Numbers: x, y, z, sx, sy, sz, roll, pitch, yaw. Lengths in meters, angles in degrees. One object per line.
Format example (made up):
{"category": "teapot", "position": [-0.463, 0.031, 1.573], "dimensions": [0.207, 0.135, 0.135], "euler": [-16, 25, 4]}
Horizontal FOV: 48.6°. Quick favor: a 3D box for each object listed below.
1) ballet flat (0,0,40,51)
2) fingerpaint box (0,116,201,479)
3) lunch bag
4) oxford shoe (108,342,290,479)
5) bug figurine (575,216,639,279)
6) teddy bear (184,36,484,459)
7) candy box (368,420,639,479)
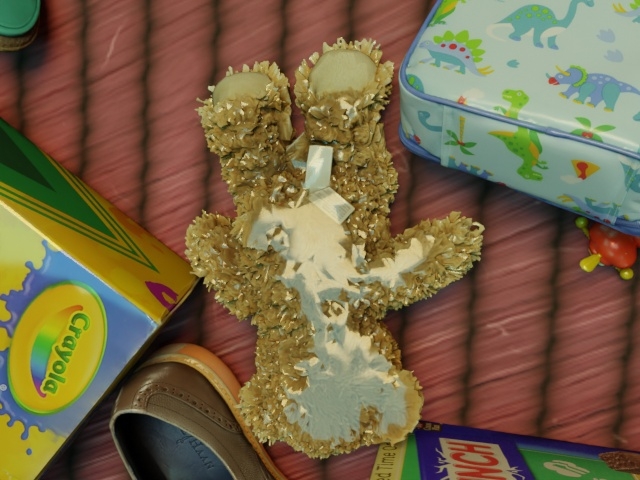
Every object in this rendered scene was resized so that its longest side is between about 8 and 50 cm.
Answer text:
{"category": "ballet flat", "position": [-0.350, -0.307, 0.624], "dimensions": [0.124, 0.116, 0.342], "euler": [-21, 91, 32]}
{"category": "fingerpaint box", "position": [-0.388, 0.097, 0.608], "dimensions": [0.371, 0.163, 0.445], "euler": [38, 101, -5]}
{"category": "lunch bag", "position": [0.178, -0.114, 0.504], "dimensions": [0.219, 0.090, 0.176], "euler": [20, 64, 18]}
{"category": "oxford shoe", "position": [-0.062, 0.264, 0.597], "dimensions": [0.130, 0.133, 0.364], "euler": [-36, 94, 10]}
{"category": "bug figurine", "position": [0.343, 0.036, 0.540], "dimensions": [0.216, 0.072, 0.279], "euler": [-35, 84, 5]}
{"category": "teddy bear", "position": [0.000, 0.000, 0.593], "dimensions": [0.245, 0.113, 0.338], "euler": [-26, 83, 4]}
{"category": "candy box", "position": [0.183, 0.231, 0.486], "dimensions": [0.317, 0.268, 0.122], "euler": [5, 94, 10]}
